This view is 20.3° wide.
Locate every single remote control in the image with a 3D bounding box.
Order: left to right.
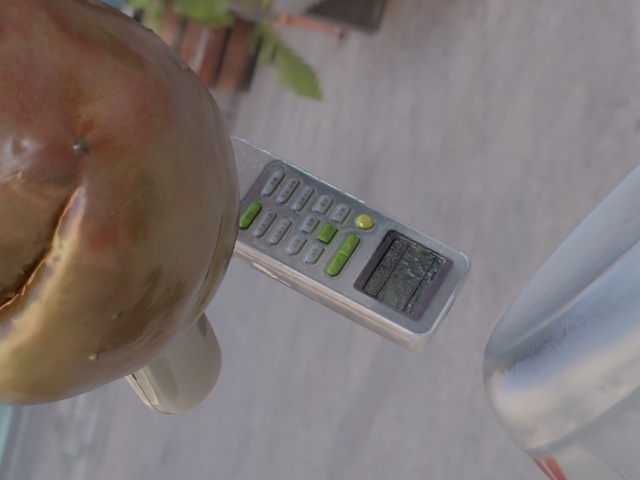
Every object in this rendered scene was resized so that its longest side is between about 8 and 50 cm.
[{"bbox_3d":[0.000,0.000,1.517,0.103,0.250,0.034,-55,-11,-34],"label":"remote control"}]

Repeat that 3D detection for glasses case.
[{"bbox_3d":[-0.142,0.049,1.405,0.051,0.204,0.081,3,38,45],"label":"glasses case"}]

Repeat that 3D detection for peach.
[{"bbox_3d":[-0.183,-0.039,1.044,0.247,0.292,0.292,-66,4,-28],"label":"peach"}]

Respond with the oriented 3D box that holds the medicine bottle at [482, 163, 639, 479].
[{"bbox_3d":[0.258,0.088,0.853,0.245,0.306,0.245,-46,1,1],"label":"medicine bottle"}]
